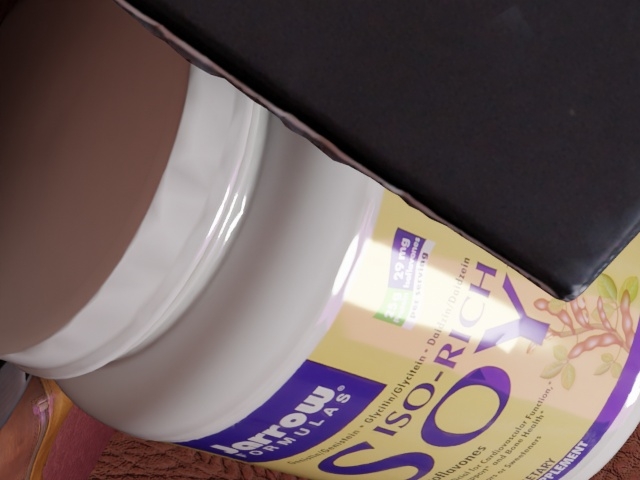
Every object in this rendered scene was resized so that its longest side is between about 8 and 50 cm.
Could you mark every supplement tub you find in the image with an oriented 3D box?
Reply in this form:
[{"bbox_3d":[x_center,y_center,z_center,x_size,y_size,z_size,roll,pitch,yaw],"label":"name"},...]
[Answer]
[{"bbox_3d":[0.000,0.000,0.724,0.241,0.331,0.241,-23,-123,42],"label":"supplement tub"}]

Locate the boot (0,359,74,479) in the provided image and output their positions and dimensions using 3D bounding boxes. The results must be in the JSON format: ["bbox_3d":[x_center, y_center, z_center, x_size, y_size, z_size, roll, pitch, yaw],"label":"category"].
[{"bbox_3d":[-0.192,0.145,0.974,0.264,0.096,0.280,-58,161,-53],"label":"boot"}]

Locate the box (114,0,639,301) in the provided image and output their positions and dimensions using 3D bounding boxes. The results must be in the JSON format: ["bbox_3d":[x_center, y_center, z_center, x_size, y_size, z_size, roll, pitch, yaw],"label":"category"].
[{"bbox_3d":[0.137,-0.312,0.573,0.480,0.297,0.471,-53,-177,25],"label":"box"}]
